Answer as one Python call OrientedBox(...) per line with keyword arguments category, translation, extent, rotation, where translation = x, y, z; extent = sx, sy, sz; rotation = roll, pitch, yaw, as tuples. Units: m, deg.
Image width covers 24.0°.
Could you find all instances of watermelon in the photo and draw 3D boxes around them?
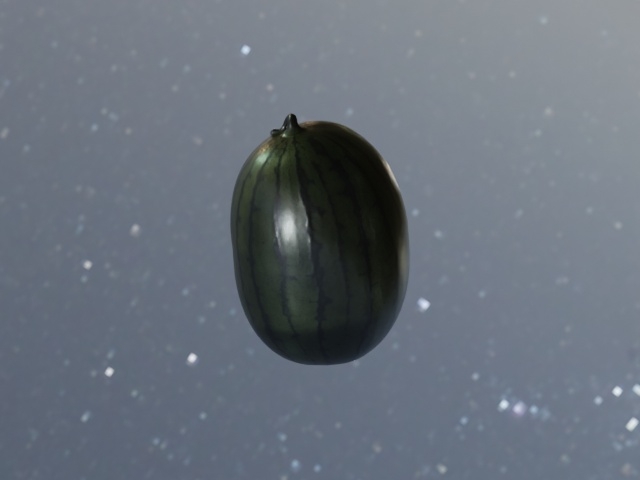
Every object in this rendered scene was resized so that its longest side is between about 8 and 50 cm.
OrientedBox(category="watermelon", translation=(0.000, 0.000, 0.622), extent=(0.078, 0.111, 0.078), rotation=(-3, -152, 2))
